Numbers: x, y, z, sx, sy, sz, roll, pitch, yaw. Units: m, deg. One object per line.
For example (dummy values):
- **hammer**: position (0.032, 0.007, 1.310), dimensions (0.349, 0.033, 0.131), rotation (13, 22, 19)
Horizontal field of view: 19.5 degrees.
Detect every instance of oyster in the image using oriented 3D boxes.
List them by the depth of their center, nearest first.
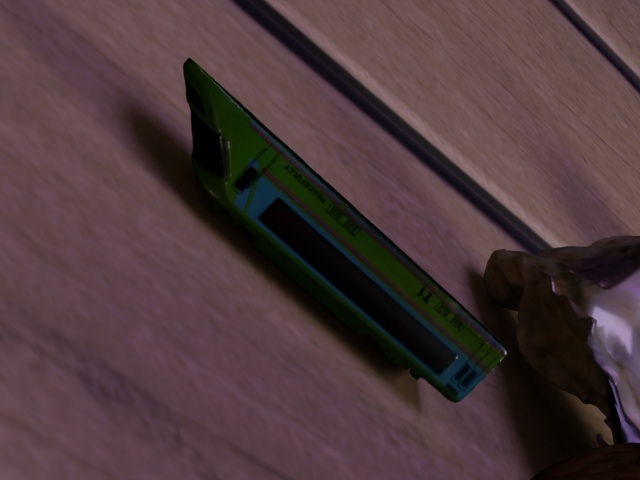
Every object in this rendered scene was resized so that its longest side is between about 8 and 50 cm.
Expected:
- **oyster**: position (0.219, 0.128, 1.002), dimensions (0.351, 0.115, 0.238), rotation (48, 45, 8)

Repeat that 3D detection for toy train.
- **toy train**: position (0.000, 0.000, 0.818), dimensions (0.209, 0.042, 0.044), rotation (41, 3, -33)

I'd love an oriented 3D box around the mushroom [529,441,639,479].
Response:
- **mushroom**: position (0.166, 0.193, 0.769), dimensions (0.253, 0.153, 0.253), rotation (37, 25, -20)
